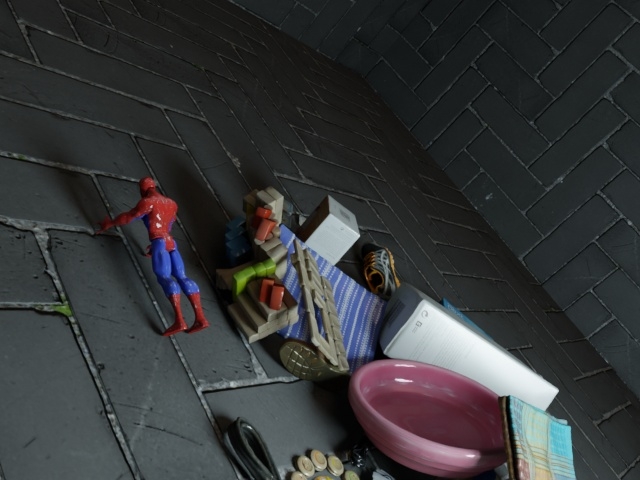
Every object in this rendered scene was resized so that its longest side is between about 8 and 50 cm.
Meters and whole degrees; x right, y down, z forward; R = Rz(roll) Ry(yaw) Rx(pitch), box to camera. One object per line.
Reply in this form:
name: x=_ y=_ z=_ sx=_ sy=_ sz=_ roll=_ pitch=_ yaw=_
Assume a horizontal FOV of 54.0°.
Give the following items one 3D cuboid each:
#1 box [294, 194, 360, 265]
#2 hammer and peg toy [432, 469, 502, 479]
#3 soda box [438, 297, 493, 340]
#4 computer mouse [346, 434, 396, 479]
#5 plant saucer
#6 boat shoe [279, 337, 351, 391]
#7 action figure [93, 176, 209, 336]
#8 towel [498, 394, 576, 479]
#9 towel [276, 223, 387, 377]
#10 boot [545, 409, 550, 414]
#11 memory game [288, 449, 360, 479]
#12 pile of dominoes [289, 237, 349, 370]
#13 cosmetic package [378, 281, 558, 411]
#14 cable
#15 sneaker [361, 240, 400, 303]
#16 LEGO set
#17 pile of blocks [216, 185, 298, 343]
box: x=0.000 y=0.000 z=1.474 sx=0.091 sy=0.170 sz=0.130 roll=36 pitch=17 yaw=-17
hammer and peg toy: x=0.342 y=0.516 z=1.225 sx=0.266 sy=0.127 sz=0.361 roll=49 pitch=23 yaw=17
soda box: x=0.417 y=0.268 z=1.849 sx=0.210 sy=0.067 sz=0.071 roll=38 pitch=23 yaw=-11
computer mouse: x=0.123 y=0.432 z=1.101 sx=0.193 sy=0.042 sz=0.106 roll=52 pitch=14 yaw=16
plant saucer: x=0.208 y=0.335 z=1.182 sx=0.331 sy=0.084 sz=0.332 roll=12 pitch=15 yaw=-3
boat shoe: x=-0.015 y=0.232 z=1.212 sx=0.178 sy=0.064 sz=0.060 roll=36 pitch=18 yaw=-33
action figure: x=-0.293 y=0.032 z=1.080 sx=0.091 sy=0.139 sz=0.281 roll=7 pitch=65 yaw=-60
towel: x=0.402 y=0.430 z=1.101 sx=0.370 sy=0.040 sz=0.272 roll=33 pitch=47 yaw=-50
towel: x=-0.002 y=0.134 z=1.337 sx=0.336 sy=0.040 sz=0.243 roll=36 pitch=44 yaw=-17
boot: x=0.564 y=0.480 z=1.739 sx=0.208 sy=0.076 sz=0.190 roll=41 pitch=24 yaw=-23
memory game: x=0.024 y=0.420 z=1.009 sx=0.186 sy=0.012 sz=0.186 roll=36 pitch=24 yaw=-19
pile of dominoes: x=-0.011 y=0.134 z=1.216 sx=0.196 sy=0.040 sz=0.251 roll=56 pitch=16 yaw=-47
cosmetic package: x=0.322 y=0.273 z=1.454 sx=0.385 sy=0.156 sz=0.217 roll=35 pitch=3 yaw=-7
cable: x=-0.043 y=0.376 z=0.899 sx=0.139 sy=0.072 sz=0.287 roll=29 pitch=26 yaw=-43
sneaker: x=0.154 y=0.079 z=1.726 sx=0.083 sy=0.084 sz=0.215 roll=19 pitch=34 yaw=-36
LEGO set: x=-0.034 y=-0.027 z=1.633 sx=0.244 sy=0.060 sz=0.182 roll=35 pitch=28 yaw=-21
pile of blocks: x=-0.131 y=0.015 z=1.223 sx=0.148 sy=0.113 sz=0.362 roll=-3 pitch=48 yaw=-11
